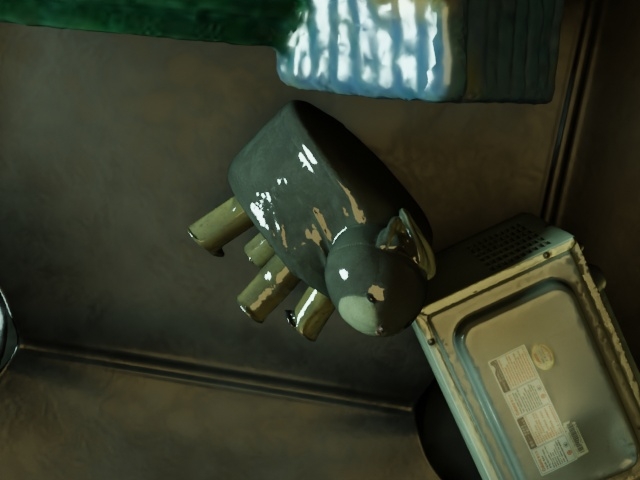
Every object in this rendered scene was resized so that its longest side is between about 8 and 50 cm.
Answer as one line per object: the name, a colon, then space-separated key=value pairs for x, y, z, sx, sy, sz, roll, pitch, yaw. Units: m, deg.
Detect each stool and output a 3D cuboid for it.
stool: x=-0.007 y=-0.005 z=0.871 sx=0.153 sy=0.228 sz=0.139 roll=41 pitch=104 yaw=-15

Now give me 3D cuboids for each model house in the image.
model house: x=-0.027 y=-0.265 z=0.762 sx=0.381 sy=0.342 sz=0.335 roll=2 pitch=101 yaw=-3

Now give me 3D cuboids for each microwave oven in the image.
microwave oven: x=0.173 y=0.118 z=0.915 sx=0.145 sy=0.194 sz=0.241 roll=-25 pitch=99 yaw=-2
